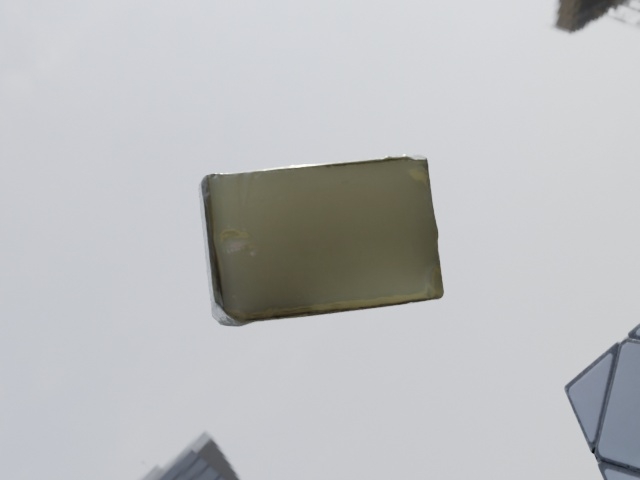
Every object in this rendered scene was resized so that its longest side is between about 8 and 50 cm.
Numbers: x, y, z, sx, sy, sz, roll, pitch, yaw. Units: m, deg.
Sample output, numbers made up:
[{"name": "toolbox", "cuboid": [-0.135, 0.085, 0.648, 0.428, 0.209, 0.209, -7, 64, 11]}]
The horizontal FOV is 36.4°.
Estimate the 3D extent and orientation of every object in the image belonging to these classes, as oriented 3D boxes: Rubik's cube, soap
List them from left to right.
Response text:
[{"name": "soap", "cuboid": [0.000, 0.000, 0.774, 0.183, 0.064, 0.121, -6, -93, -9]}, {"name": "Rubik's cube", "cuboid": [0.433, 0.203, 1.064, 0.205, 0.205, 0.207, 19, -51, -31]}]
